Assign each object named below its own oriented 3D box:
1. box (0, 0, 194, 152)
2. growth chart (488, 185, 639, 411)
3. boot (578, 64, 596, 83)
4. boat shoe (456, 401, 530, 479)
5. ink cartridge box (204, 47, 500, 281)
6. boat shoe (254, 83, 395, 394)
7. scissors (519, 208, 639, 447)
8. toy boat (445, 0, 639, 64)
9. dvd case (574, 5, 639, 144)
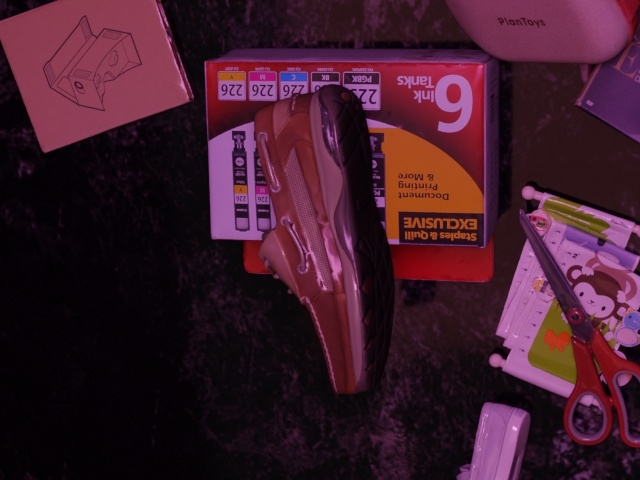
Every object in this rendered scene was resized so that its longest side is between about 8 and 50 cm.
[{"bbox_3d":[-0.265,-0.210,1.855,0.201,0.021,0.164,-17,98,16],"label":"box"},{"bbox_3d":[0.287,0.069,1.784,0.172,0.021,0.237,14,105,9],"label":"growth chart"},{"bbox_3d":[0.263,-0.234,1.717,0.087,0.042,0.118,10,103,18],"label":"boot"},{"bbox_3d":[0.191,0.276,1.832,0.063,0.066,0.184,19,108,24],"label":"boat shoe"},{"bbox_3d":[0.040,-0.073,1.755,0.310,0.130,0.271,1,104,13],"label":"ink cartridge box"},{"bbox_3d":[0.000,0.000,1.663,0.120,0.122,0.323,-6,97,20],"label":"boat shoe"},{"bbox_3d":[0.303,0.097,1.768,0.109,0.021,0.297,-11,99,17],"label":"scissors"},{"bbox_3d":[0.237,-0.277,1.628,0.231,0.151,0.151,10,143,47],"label":"toy boat"},{"bbox_3d":[0.385,-0.197,1.643,0.165,0.018,0.221,29,89,-15],"label":"dvd case"}]
